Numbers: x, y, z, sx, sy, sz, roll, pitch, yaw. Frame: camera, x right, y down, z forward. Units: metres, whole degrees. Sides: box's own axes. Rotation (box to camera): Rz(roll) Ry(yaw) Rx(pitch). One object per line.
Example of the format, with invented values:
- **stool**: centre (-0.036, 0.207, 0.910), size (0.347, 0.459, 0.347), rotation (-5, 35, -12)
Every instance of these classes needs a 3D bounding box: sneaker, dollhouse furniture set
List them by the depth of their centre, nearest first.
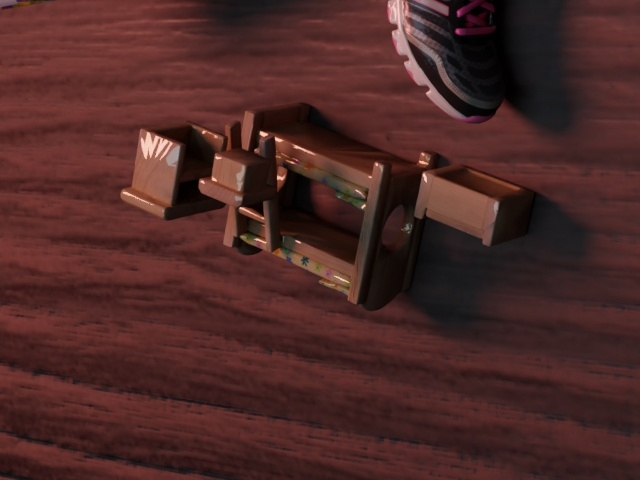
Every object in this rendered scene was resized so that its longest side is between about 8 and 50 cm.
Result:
- **sneaker**: centre (0.080, -0.154, 0.971), size (0.075, 0.063, 0.170), rotation (-18, 84, 45)
- **dollhouse furniture set**: centre (0.000, 0.000, 1.003), size (0.182, 0.161, 0.101), rotation (24, 113, 33)

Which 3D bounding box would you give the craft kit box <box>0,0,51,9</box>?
- **craft kit box**: centre (-0.135, -0.261, 0.988), size (0.246, 0.061, 0.250), rotation (-9, 133, 15)
